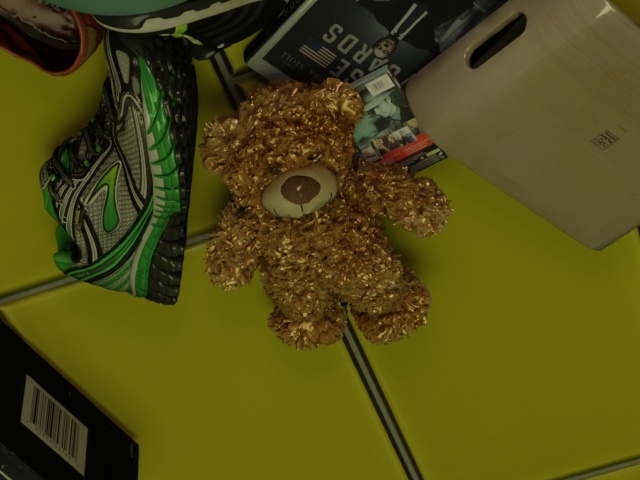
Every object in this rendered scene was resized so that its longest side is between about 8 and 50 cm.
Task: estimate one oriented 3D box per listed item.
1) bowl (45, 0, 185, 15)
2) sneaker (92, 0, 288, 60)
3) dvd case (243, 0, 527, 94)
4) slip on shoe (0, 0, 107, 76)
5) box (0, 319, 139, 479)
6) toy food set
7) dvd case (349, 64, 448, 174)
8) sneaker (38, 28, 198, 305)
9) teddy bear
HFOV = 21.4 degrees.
[{"bbox_3d":[-0.161,-0.297,1.320,0.311,0.311,0.163,-1,148,-3],"label":"bowl"},{"bbox_3d":[-0.100,-0.191,1.448,0.234,0.084,0.097,-22,138,-45],"label":"sneaker"},{"bbox_3d":[0.072,-0.201,1.557,0.179,0.029,0.238,32,120,-26],"label":"dvd case"},{"bbox_3d":[-0.324,-0.248,1.444,0.331,0.101,0.123,31,122,-24],"label":"slip on shoe"},{"bbox_3d":[-0.398,0.254,1.790,0.294,0.183,0.296,-30,123,18],"label":"box"},{"bbox_3d":[0.260,-0.126,1.590,0.306,0.092,0.219,31,129,-32],"label":"toy food set"},{"bbox_3d":[0.057,-0.104,1.607,0.087,0.013,0.119,-27,127,18],"label":"dvd case"},{"bbox_3d":[-0.190,-0.065,1.566,0.146,0.134,0.343,6,136,-5],"label":"sneaker"},{"bbox_3d":[0.000,0.000,1.630,0.245,0.113,0.338,11,140,5],"label":"teddy bear"}]
